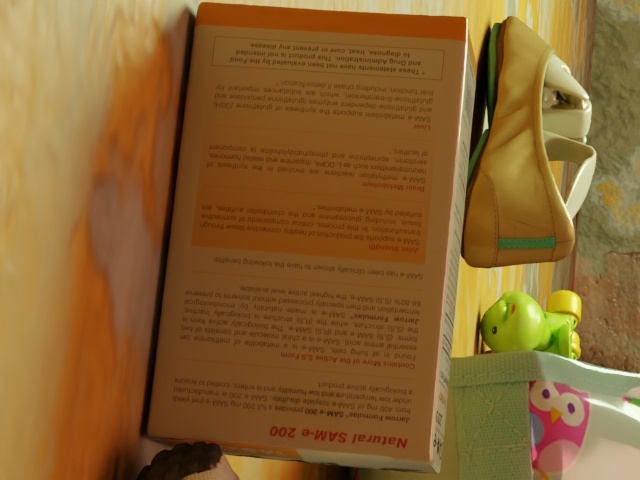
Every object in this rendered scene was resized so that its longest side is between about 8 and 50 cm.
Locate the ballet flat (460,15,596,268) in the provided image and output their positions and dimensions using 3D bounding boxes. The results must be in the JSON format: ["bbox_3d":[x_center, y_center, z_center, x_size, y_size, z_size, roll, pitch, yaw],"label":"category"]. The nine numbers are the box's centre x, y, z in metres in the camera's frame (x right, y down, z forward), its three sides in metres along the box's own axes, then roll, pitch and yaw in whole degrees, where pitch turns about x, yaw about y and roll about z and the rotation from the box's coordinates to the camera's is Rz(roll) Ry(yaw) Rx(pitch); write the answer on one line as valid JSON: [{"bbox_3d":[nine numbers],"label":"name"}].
[{"bbox_3d":[0.125,-0.056,1.064,0.232,0.073,0.080,-74,165,-51],"label":"ballet flat"}]

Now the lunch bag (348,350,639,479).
[{"bbox_3d":[0.085,0.166,0.664,0.262,0.160,0.223,61,27,-73],"label":"lunch bag"}]

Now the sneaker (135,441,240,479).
[{"bbox_3d":[0.013,0.127,0.385,0.071,0.083,0.191,-63,137,-71],"label":"sneaker"}]

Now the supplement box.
[{"bbox_3d":[0.000,0.000,0.405,0.036,0.062,0.098,54,41,-77],"label":"supplement box"}]

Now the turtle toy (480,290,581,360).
[{"bbox_3d":[0.143,0.080,1.241,0.130,0.066,0.095,79,16,-54],"label":"turtle toy"}]
